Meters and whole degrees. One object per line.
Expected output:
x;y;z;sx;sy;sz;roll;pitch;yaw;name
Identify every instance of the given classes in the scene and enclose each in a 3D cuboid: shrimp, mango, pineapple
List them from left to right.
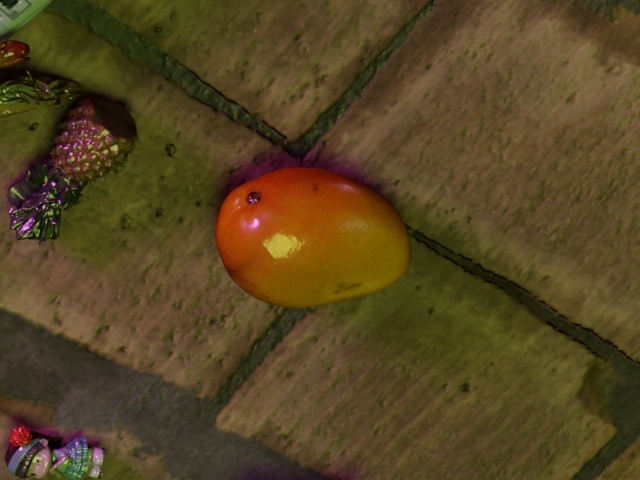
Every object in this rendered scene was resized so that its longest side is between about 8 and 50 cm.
-0.271;-0.143;1.517;0.178;0.034;0.124;-10;160;-37;shrimp
-0.237;-0.061;1.616;0.074;0.074;0.159;27;120;-29;pineapple
0.000;0.000;1.702;0.219;0.112;0.145;9;121;-35;mango

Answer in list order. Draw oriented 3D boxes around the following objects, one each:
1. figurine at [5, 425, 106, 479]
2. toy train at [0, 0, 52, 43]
-0.278;0.224;1.809;0.106;0.047;0.060;10;129;-24;figurine
-0.261;-0.239;1.477;0.407;0.086;0.088;-38;131;12;toy train
